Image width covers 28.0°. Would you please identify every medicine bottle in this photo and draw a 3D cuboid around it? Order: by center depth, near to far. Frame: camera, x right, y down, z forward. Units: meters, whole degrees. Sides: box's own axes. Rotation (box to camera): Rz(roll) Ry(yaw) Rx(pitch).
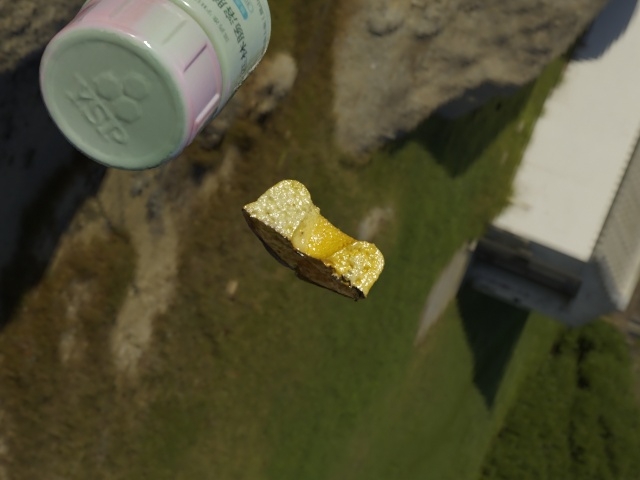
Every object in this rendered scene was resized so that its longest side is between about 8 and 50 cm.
[{"bbox_3d":[-0.125,-0.145,0.984,0.168,0.135,0.135,-58,165,-50],"label":"medicine bottle"}]

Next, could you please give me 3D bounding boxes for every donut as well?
[{"bbox_3d":[0.000,0.000,0.792,0.038,0.083,0.067,-49,136,-23],"label":"donut"}]
